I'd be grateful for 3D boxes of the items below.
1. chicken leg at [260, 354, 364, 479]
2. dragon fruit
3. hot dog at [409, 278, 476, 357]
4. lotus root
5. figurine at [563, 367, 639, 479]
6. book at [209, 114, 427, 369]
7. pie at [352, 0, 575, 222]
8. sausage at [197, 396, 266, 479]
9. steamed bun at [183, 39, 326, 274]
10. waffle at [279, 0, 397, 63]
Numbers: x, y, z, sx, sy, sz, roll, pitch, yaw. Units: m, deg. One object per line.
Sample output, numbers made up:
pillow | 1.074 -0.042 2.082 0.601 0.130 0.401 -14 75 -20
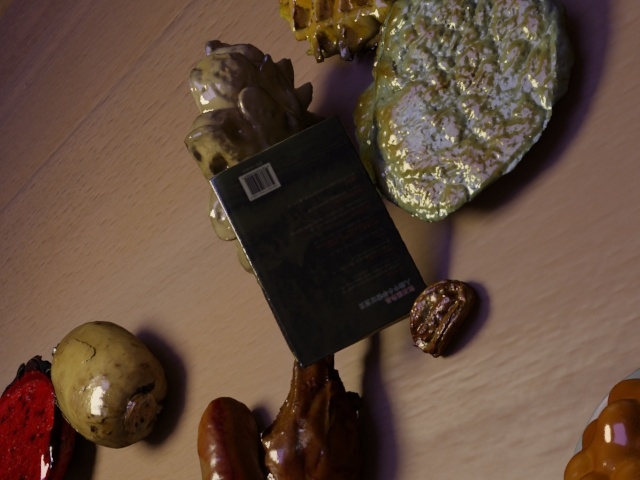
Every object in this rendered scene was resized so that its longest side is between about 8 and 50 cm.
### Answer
chicken leg | -0.002 0.152 0.926 0.093 0.113 0.304 106 169 -67
dragon fruit | -0.499 0.341 1.504 0.344 0.100 0.282 -19 56 44
hot dog | 0.121 0.076 0.864 0.058 0.035 0.083 44 109 46
lotus root | -0.329 0.213 1.309 0.284 0.146 0.160 22 70 49
figurine | 0.252 0.198 0.402 0.382 0.225 0.205 -80 -20 -70
book | 0.000 0.000 0.910 0.160 0.024 0.228 -26 82 -2
pie | 0.142 -0.159 0.907 0.257 0.106 0.274 36 102 45
sausage | -0.079 0.302 0.980 0.102 0.076 0.302 -52 38 9
steamed bun | -0.063 -0.107 1.060 0.137 0.295 0.292 -7 81 8
waffle | 0.066 -0.435 1.171 0.382 0.095 0.379 -55 39 22
